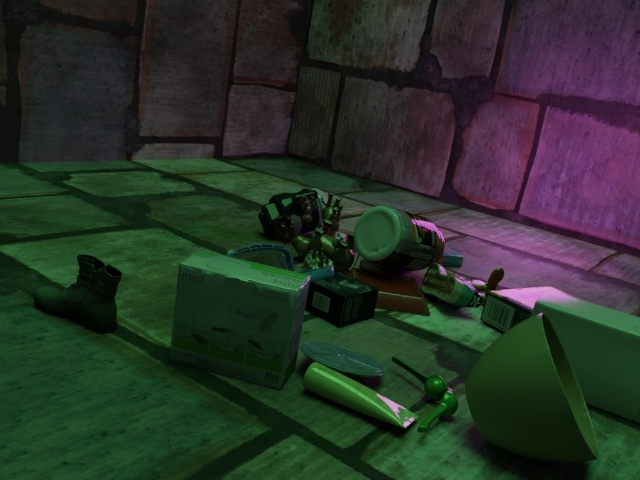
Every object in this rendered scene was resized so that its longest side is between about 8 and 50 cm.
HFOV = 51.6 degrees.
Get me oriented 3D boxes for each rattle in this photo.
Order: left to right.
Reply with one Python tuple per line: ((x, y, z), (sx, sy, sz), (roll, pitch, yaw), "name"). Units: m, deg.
((0.531, 0.124, 2.230), (0.130, 0.142, 0.199), (-9, 22, 0), "rattle")

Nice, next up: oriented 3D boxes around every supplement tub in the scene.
((0.274, -0.001, 2.224), (0.194, 0.193, 0.316), (23, 7, 40), "supplement tub")

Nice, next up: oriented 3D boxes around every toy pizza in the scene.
((0.047, 0.276, 1.502), (0.201, 0.032, 0.201), (16, 4, -1), "toy pizza")

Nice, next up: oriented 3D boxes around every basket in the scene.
((-0.144, 0.109, 1.649), (0.289, 0.201, 0.255), (-6, 1, 40), "basket")

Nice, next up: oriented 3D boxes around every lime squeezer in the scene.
((0.232, 0.334, 1.426), (0.110, 0.058, 0.310), (-6, 17, -2), "lime squeezer")

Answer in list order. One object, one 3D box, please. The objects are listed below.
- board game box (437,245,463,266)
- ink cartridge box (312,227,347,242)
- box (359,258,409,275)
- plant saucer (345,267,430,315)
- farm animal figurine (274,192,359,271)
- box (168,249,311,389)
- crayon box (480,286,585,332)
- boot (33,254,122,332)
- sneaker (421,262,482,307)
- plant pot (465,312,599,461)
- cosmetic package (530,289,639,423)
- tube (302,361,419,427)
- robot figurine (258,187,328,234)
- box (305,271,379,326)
((0.427, 0.052, 2.588), (0.210, 0.047, 0.160), (4, 16, -24), "board game box")
((0.034, 0.004, 2.483), (0.109, 0.063, 0.150), (12, 15, 9), "ink cartridge box")
((0.253, 0.084, 2.388), (0.137, 0.036, 0.225), (18, 16, 28), "box")
((0.205, 0.152, 2.084), (0.259, 0.047, 0.258), (8, 15, -2), "plant saucer")
((0.000, 0.000, 2.284), (0.330, 0.172, 0.327), (-23, 52, -40), "farm animal figurine")
((-0.175, 0.167, 1.430), (0.262, 0.231, 0.127), (12, 15, 10), "box")
((0.714, 0.250, 1.935), (0.313, 0.106, 0.363), (1, 18, -35), "crayon box")
((-0.561, 0.103, 1.550), (0.247, 0.161, 0.083), (16, 16, 23), "boot")
((0.417, 0.157, 2.125), (0.121, 0.108, 0.302), (27, 6, -13), "sneaker")
((0.397, 0.305, 1.300), (0.191, 0.284, 0.284), (-22, 4, 21), "plant pot")
((0.692, 0.284, 1.593), (0.385, 0.217, 0.156), (20, 19, 28), "cosmetic package")
((0.079, 0.324, 1.359), (0.240, 0.062, 0.070), (19, 49, 22), "tube")
((-0.095, -0.110, 2.550), (0.278, 0.173, 0.209), (-15, 17, -24), "robot figurine")
((0.052, 0.161, 1.863), (0.156, 0.093, 0.158), (21, 18, 37), "box")
